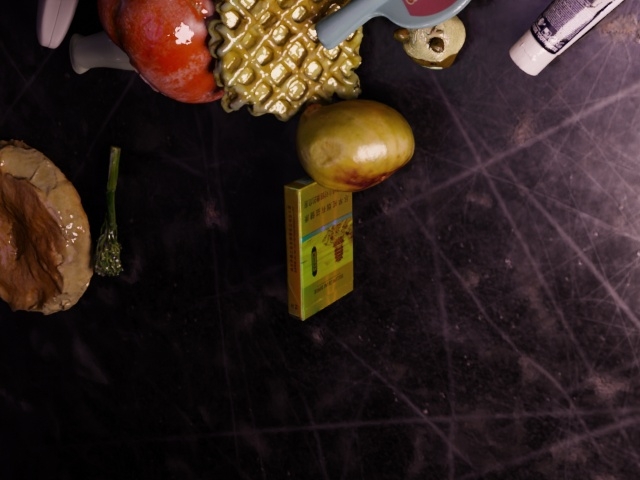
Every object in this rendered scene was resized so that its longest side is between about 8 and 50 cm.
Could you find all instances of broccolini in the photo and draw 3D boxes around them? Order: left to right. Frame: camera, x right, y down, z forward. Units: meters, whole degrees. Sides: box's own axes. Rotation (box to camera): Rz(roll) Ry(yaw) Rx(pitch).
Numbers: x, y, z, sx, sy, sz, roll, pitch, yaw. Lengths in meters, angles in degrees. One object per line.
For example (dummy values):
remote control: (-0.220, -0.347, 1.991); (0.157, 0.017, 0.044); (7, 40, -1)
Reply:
broccolini: (-0.351, -0.046, 1.848); (0.054, 0.051, 0.239); (-110, 24, -61)

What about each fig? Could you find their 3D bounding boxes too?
fig: (0.045, -0.121, 1.431); (0.136, 0.153, 0.120); (123, 146, -76)

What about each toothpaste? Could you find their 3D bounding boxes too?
toothpaste: (0.293, -0.262, 1.241); (0.071, 0.045, 0.193); (45, 125, 3)

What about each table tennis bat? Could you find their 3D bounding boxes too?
table tennis bat: (0.093, -0.310, 1.343); (0.244, 0.040, 0.152); (-31, 72, 27)

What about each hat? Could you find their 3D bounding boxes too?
hat: (0.130, -0.251, 1.363); (0.077, 0.059, 0.076); (44, 125, 21)

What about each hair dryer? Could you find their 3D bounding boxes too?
hair dryer: (-0.322, -0.373, 1.677); (0.206, 0.075, 0.237); (6, 105, 43)

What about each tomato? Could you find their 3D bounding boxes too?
tomato: (-0.184, -0.298, 1.496); (0.188, 0.232, 0.232); (-41, 80, 1)

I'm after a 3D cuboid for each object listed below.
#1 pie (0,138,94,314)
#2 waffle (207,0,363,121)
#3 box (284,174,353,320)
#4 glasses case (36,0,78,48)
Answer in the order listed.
pie: (-0.531, -0.021, 1.973); (0.340, 0.083, 0.339); (14, 115, 33)
waffle: (-0.046, -0.258, 1.424); (0.054, 0.204, 0.223); (-128, 34, -56)
box: (0.000, 0.000, 1.533); (0.030, 0.121, 0.193); (16, 118, 34)
glasses case: (-0.390, -0.398, 1.690); (0.092, 0.059, 0.233); (-103, 32, -45)
